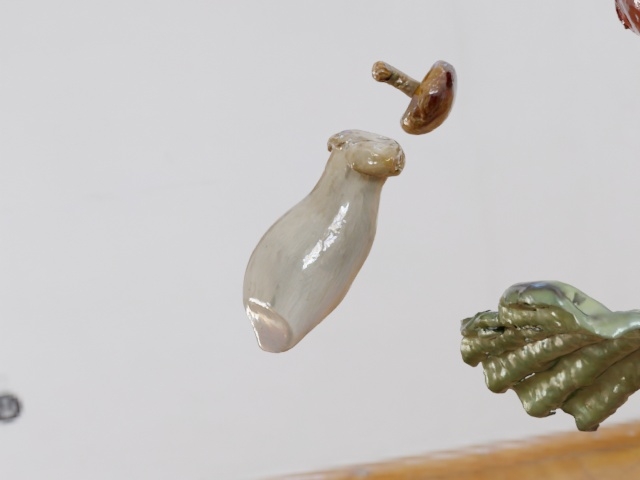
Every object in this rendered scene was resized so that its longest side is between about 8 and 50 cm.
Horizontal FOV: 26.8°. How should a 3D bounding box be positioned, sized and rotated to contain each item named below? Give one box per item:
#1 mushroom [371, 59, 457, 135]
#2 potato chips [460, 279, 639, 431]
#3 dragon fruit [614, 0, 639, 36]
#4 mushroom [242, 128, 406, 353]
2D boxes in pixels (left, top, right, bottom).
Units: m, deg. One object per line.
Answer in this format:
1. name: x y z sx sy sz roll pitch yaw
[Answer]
1. mushroom: 0.106 -0.159 1.465 0.129 0.088 0.073 13 32 -49
2. potato chips: 0.306 0.085 1.098 0.373 0.097 0.389 -5 -14 -1
3. dragon fruit: 0.454 -0.312 1.541 0.252 0.241 0.241 21 15 -8
4. mushroom: -0.001 -0.001 1.151 0.088 0.212 0.097 33 5 14
